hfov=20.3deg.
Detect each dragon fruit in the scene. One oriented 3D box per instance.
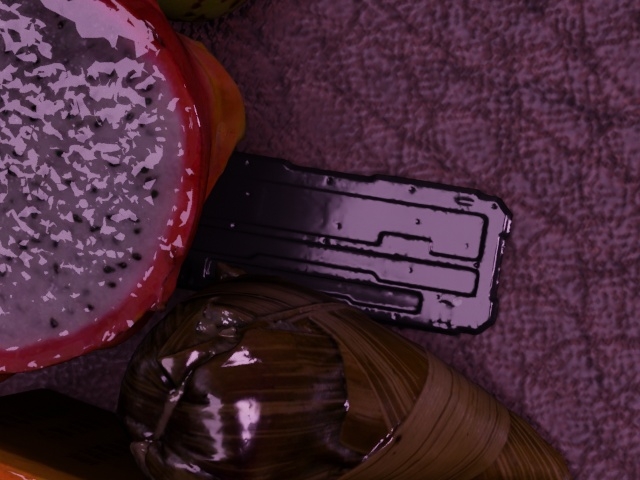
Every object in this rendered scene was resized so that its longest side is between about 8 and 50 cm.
[{"bbox_3d":[-0.204,-0.063,1.140,0.305,0.226,0.305,0,99,3],"label":"dragon fruit"}]

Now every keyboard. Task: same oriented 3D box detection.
[{"bbox_3d":[0.000,0.000,1.259,0.262,0.016,0.106,9,91,11],"label":"keyboard"}]

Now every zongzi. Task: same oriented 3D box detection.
[{"bbox_3d":[0.027,0.121,1.123,0.288,0.286,0.134,23,98,4],"label":"zongzi"}]

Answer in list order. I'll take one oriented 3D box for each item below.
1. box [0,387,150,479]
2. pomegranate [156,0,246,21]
[{"bbox_3d":[-0.051,0.218,1.142,0.415,0.264,0.116,19,92,10],"label":"box"},{"bbox_3d":[-0.109,-0.218,1.226,0.205,0.159,0.159,-25,84,34],"label":"pomegranate"}]
